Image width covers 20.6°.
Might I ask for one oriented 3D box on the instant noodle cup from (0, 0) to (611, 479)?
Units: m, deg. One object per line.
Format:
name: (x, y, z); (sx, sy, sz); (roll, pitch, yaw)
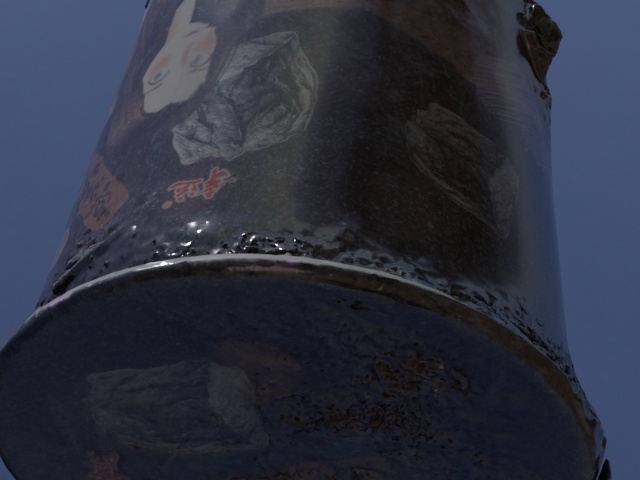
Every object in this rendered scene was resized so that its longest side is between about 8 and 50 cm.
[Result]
instant noodle cup: (0.000, 0.000, 0.674); (0.217, 0.217, 0.207); (38, -139, -32)
